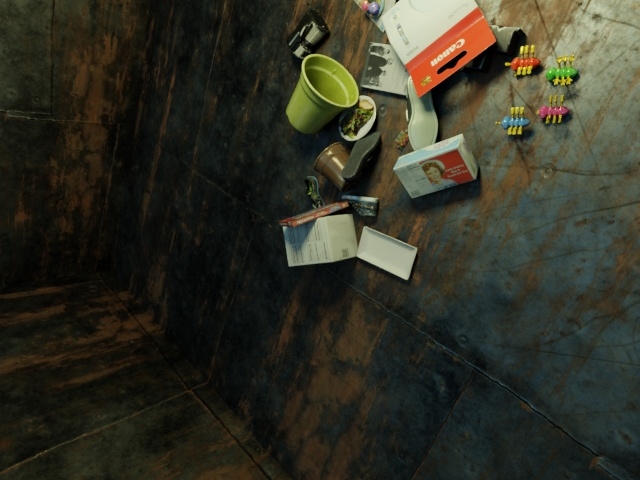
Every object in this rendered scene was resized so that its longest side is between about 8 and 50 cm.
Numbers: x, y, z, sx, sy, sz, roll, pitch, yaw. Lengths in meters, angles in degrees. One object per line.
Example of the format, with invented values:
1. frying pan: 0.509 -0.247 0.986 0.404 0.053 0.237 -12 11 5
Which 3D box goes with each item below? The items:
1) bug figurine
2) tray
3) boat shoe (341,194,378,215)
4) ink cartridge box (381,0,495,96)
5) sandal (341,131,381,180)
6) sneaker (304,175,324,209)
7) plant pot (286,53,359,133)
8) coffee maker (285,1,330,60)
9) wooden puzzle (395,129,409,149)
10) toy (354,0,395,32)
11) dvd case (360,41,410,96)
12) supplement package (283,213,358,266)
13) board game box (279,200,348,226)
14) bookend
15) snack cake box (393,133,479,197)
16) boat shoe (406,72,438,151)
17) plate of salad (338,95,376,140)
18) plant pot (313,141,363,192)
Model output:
1. bug figurine: 0.695 -0.475 1.402 0.216 0.072 0.279 12 99 32
2. tray: 0.281 0.050 1.845 0.270 0.030 0.145 26 111 35
3. boat shoe: 0.166 -0.152 1.892 0.183 0.065 0.083 12 101 38
4. ink cartridge box: 0.397 -0.748 1.528 0.308 0.091 0.385 -31 57 34
5. sandal: 0.169 -0.347 1.808 0.097 0.054 0.255 23 73 41
6. sneaker: -0.038 -0.211 2.048 0.067 0.078 0.188 -20 83 40
7. plant pot: -0.016 -0.607 1.886 0.254 0.276 0.276 -42 68 48
8. coffee maker: -0.064 -0.939 1.971 0.178 0.120 0.171 -38 48 35
9. wooden puzzle: 0.333 -0.410 1.758 0.049 0.006 0.083 47 122 26
10. toy: 0.194 -0.966 1.744 0.237 0.056 0.137 60 154 21
11. dvd case: 0.278 -0.692 1.754 0.238 0.029 0.179 26 112 34
12. supplement package: 0.000 0.000 1.963 0.262 0.199 0.198 -8 91 40
13. board game box: -0.029 -0.116 1.901 0.145 0.281 0.027 7 116 63
14. bookend: 0.581 -0.639 1.475 0.157 0.072 0.156 27 112 35
15. snack cake box: 0.423 -0.268 1.599 0.264 0.089 0.152 -14 124 40
16. boat shoe: 0.385 -0.477 1.656 0.114 0.091 0.303 0 94 9
17. plate of salad: 0.149 -0.523 1.849 0.199 0.048 0.200 -10 74 41
18. plant pot: 0.087 -0.308 1.889 0.165 0.167 0.167 48 123 15
